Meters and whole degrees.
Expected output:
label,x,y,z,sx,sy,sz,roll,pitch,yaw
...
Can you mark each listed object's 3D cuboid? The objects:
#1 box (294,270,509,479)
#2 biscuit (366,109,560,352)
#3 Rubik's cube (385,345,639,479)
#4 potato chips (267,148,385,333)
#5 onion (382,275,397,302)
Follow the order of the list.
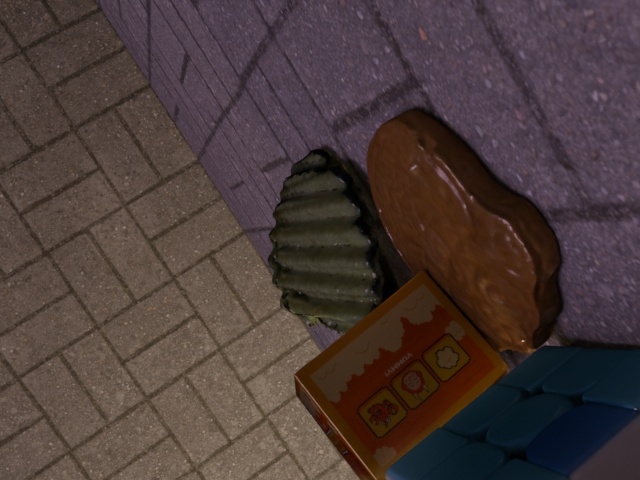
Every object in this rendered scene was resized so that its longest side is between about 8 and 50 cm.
label,x,y,z,sx,sy,sz,roll,pitch,yaw
box,0.118,0.237,1.087,0.214,0.259,0.283,48,167,14
biscuit,0.183,0.003,0.951,0.365,0.062,0.385,49,166,30
Rubik's cube,0.297,0.313,0.730,0.291,0.290,0.291,57,166,-1
potato chips,0.000,0.000,1.314,0.429,0.070,0.359,2,94,62
onion,0.109,0.134,1.458,0.280,0.146,0.314,30,-177,-43
